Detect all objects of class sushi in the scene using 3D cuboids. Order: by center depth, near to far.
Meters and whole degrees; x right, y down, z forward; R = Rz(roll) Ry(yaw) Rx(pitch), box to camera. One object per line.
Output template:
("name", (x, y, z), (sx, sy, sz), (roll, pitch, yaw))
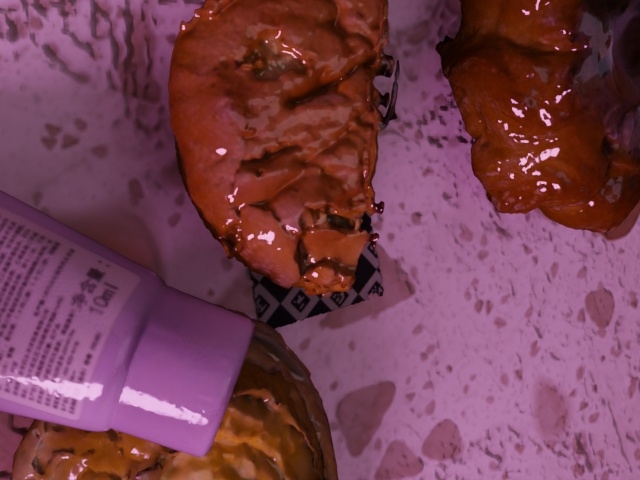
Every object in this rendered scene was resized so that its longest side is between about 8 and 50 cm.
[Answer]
("sushi", (0.000, 0.000, 0.835), (0.120, 0.026, 0.126), (-17, 103, -32))

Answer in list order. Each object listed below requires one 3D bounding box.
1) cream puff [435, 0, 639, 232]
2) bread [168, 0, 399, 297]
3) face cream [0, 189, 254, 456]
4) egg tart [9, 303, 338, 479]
("cream puff", (0.210, -0.133, 0.885), (0.241, 0.155, 0.269), (-50, 119, -19))
("bread", (-0.033, -0.096, 0.727), (0.147, 0.160, 0.261), (6, 86, -14))
("face cream", (-0.182, 0.045, 0.654), (0.274, 0.096, 0.154), (22, 83, -3))
("egg tart", (-0.091, 0.191, 0.746), (0.290, 0.107, 0.291), (-2, 95, -33))
